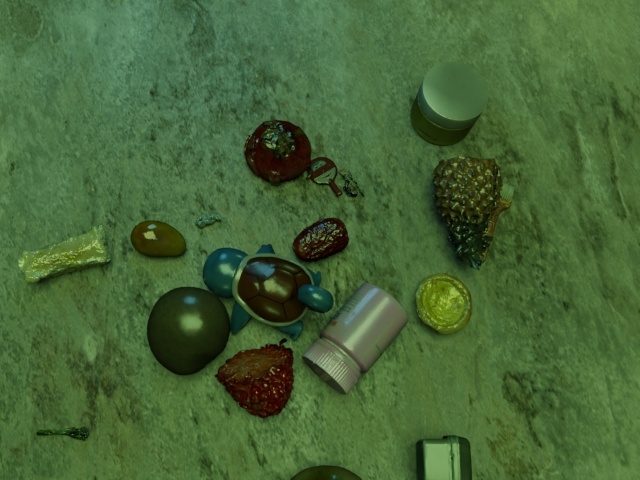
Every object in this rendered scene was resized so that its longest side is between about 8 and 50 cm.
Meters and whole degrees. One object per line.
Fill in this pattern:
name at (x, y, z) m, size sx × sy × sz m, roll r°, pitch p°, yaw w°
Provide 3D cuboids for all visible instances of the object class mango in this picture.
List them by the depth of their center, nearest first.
mango at (-0.489, -0.005, 1.904) m, size 0.163 × 0.089 × 0.111 m, roll 0°, pitch 83°, yaw -16°

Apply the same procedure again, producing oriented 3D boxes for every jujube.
jujube at (0.000, 0.000, 1.936) m, size 0.176 × 0.109 × 0.112 m, roll -23°, pitch 71°, yaw -9°

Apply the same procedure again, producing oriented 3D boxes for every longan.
longan at (-0.367, 0.254, 1.760) m, size 0.248 × 0.248 × 0.248 m, roll 2°, pitch 71°, yaw -5°

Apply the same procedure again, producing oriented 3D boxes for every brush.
brush at (0.559, -0.062, 2.061) m, size 0.090 × 0.017 × 0.314 m, roll 21°, pitch 71°, yaw 5°

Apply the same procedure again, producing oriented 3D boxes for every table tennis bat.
table tennis bat at (0.021, -0.207, 2.057) m, size 0.098 × 0.019 × 0.154 m, roll -31°, pitch 74°, yaw -13°

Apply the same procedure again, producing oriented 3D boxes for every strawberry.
strawberry at (-0.166, 0.402, 1.775) m, size 0.234 × 0.234 × 0.178 m, roll -16°, pitch 104°, yaw -11°

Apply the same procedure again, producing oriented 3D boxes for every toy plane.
toy plane at (0.094, -0.184, 2.048) m, size 0.049 × 0.031 × 0.120 m, roll -30°, pitch 79°, yaw -20°

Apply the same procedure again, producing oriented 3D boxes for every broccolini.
broccolini at (-0.709, 0.534, 1.737) m, size 0.140 × 0.030 × 0.035 m, roll -1°, pitch 108°, yaw -1°

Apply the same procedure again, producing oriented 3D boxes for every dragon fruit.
dragon fruit at (-0.135, -0.304, 2.001) m, size 0.219 × 0.148 × 0.223 m, roll -13°, pitch 72°, yaw -7°

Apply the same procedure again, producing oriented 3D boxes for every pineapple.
pineapple at (0.462, -0.078, 1.968) m, size 0.223 × 0.223 × 0.357 m, roll 0°, pitch 81°, yaw -6°

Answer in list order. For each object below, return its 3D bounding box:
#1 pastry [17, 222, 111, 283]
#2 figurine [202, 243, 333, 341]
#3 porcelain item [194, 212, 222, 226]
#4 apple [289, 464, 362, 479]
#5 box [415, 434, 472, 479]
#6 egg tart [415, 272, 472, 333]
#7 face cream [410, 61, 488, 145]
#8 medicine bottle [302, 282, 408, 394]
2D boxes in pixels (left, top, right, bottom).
pastry at (-0.748, 0.050, 1.856) m, size 0.259 × 0.089 × 0.121 m, roll -22°, pitch 71°, yaw -11°
figurine at (-0.139, 0.154, 1.837) m, size 0.416 × 0.243 × 0.297 m, roll 16°, pitch 79°, yaw 22°
porcelain item at (-0.351, -0.062, 1.966) m, size 0.083 × 0.028 × 0.036 m, roll -14°, pitch 57°, yaw -9°
apple at (0.019, 0.725, 1.634) m, size 0.257 × 0.257 × 0.233 m, roll -4°, pitch 102°, yaw -7°
box at (0.332, 0.606, 1.715) m, size 0.129 × 0.210 × 0.147 m, roll 0°, pitch 70°, yaw 2°
egg tart at (0.373, 0.194, 1.925) m, size 0.191 × 0.074 × 0.191 m, roll 2°, pitch 70°, yaw -5°
face cream at (0.422, -0.449, 2.088) m, size 0.218 × 0.179 × 0.218 m, roll 2°, pitch 71°, yaw -5°
medicine bottle at (0.101, 0.281, 1.816) m, size 0.178 × 0.178 × 0.290 m, roll 40°, pitch 74°, yaw 8°
